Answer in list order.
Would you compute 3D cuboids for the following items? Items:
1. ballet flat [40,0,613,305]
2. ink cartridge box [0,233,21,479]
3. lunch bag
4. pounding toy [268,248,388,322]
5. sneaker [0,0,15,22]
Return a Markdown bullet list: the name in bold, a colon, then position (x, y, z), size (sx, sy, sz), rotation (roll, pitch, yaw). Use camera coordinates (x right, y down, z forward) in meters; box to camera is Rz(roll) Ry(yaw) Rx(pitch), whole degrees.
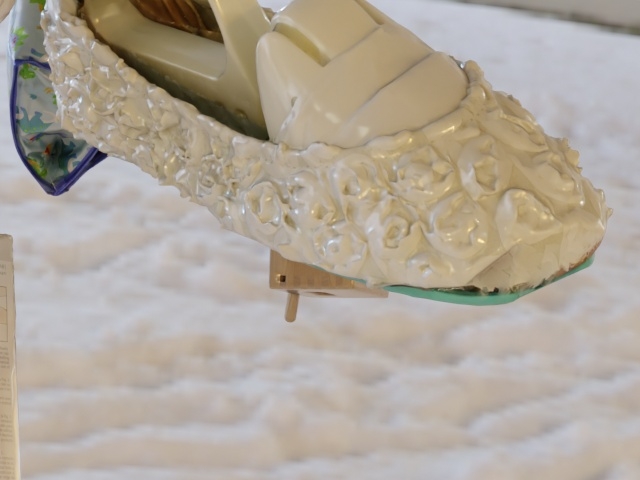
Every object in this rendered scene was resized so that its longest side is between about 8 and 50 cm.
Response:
- **ballet flat**: position (-0.029, -0.080, 1.035), size (0.147, 0.147, 0.409), rotation (-8, 20, -41)
- **ink cartridge box**: position (-0.296, 0.098, 1.366), size (0.056, 0.224, 0.181), rotation (-19, -20, 40)
- **lunch bag**: position (-0.195, -0.127, 1.492), size (0.096, 0.151, 0.128), rotation (7, 51, -9)
- **pounding toy**: position (0.000, 0.000, 1.601), size (0.100, 0.130, 0.141), rotation (0, -5, 17)
- **sneaker**: position (-0.274, -0.111, 1.050), size (0.232, 0.090, 0.115), rotation (-36, -13, 33)
